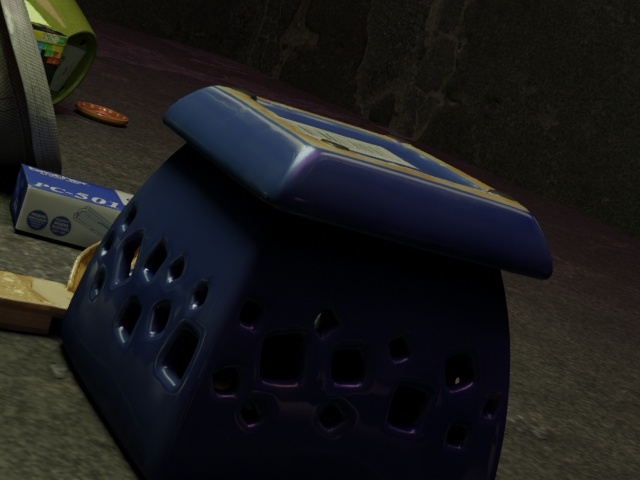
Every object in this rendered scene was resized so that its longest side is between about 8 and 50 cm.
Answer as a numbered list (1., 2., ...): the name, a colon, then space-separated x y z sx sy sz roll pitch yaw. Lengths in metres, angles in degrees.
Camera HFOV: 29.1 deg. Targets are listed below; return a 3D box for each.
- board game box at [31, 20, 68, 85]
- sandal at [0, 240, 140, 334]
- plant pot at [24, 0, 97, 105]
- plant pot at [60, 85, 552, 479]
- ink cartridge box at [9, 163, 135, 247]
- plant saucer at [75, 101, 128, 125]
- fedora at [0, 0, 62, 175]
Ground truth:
1. board game box: -0.391 -0.195 1.445 0.048 0.141 0.170 29 14 29
2. sandal: -0.154 0.027 0.918 0.240 0.079 0.088 10 14 -42
3. plant pot: -0.469 -0.323 1.745 0.293 0.275 0.275 39 15 13
4. plant pot: -0.008 0.032 0.802 0.236 0.212 0.236 14 13 -29
5. ink cartridge box: -0.185 -0.015 1.170 0.207 0.046 0.097 16 10 -20
6. plant saucer: -0.334 -0.192 1.883 0.083 0.013 0.083 19 11 -4
7. fedora: -0.351 -0.162 1.271 0.124 0.243 0.275 -13 30 -14
